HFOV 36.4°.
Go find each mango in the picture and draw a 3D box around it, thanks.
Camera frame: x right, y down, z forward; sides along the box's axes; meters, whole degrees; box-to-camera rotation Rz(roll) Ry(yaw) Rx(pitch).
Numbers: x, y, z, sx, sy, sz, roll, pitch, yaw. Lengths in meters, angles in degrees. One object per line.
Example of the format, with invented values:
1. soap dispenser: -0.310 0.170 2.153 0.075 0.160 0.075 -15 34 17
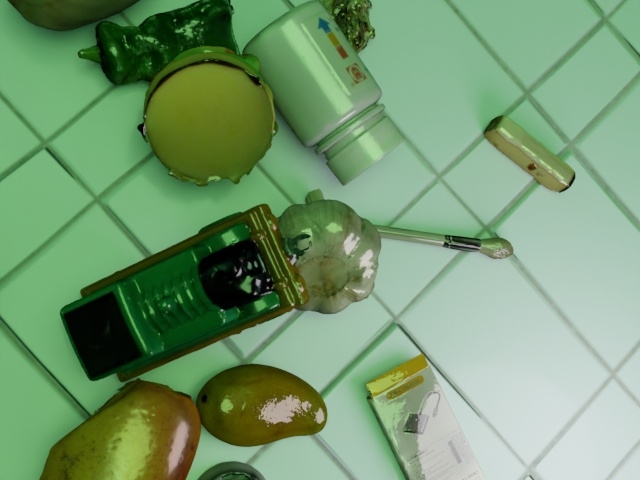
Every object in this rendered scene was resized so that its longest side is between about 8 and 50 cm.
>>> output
1. mango: -0.325 0.364 1.484 0.350 0.199 0.201 -59 138 -17
2. mango: -0.095 0.273 1.606 0.228 0.099 0.136 8 75 -22

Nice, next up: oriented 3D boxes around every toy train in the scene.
1. toy train: -0.213 0.088 1.481 0.429 0.249 0.178 -25 88 18

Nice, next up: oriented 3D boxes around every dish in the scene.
1. dish: -0.139 0.432 1.578 0.141 0.078 0.141 2 81 -15

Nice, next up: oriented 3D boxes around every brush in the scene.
1. brush: 0.209 0.001 1.765 0.299 0.042 0.039 7 81 -11

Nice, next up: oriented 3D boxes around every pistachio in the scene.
1. pistachio: -0.388 -0.445 1.597 0.288 0.197 0.166 -31 118 -31

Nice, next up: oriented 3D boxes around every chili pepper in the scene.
1. chili pepper: -0.274 -0.331 1.649 0.271 0.099 0.136 -14 110 -23

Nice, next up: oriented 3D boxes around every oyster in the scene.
1. oyster: 0.054 -0.399 1.771 0.108 0.053 0.165 -2 75 -26

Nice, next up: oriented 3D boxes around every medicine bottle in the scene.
1. medicine bottle: 0.010 -0.251 1.673 0.170 0.170 0.293 -36 92 -17

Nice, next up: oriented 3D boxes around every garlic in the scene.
1. garlic: 0.000 0.000 1.652 0.219 0.218 0.212 11 38 -14

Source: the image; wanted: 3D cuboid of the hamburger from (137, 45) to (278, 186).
1. hamburger: -0.180 -0.215 1.610 0.237 0.149 0.237 -2 115 -5

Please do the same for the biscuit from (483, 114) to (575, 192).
1. biscuit: 0.395 -0.163 1.825 0.188 0.056 0.052 36 75 -6

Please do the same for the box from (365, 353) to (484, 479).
1. box: 0.180 0.334 1.704 0.129 0.033 0.247 -25 89 -17
